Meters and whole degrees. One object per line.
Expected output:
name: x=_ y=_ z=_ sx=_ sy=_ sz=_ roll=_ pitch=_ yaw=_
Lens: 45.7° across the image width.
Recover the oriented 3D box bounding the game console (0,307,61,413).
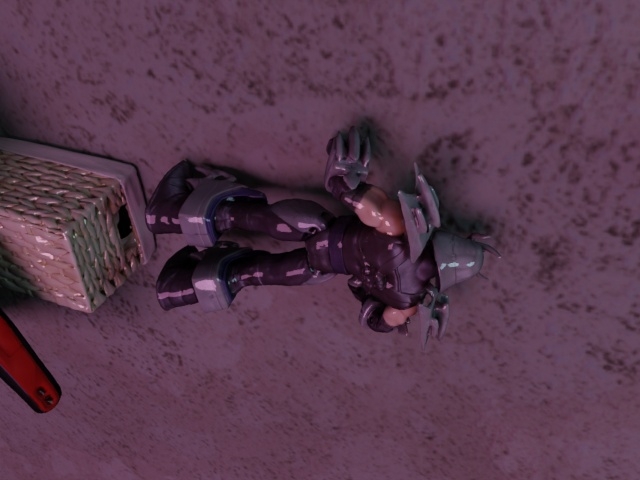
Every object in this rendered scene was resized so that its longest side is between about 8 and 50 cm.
game console: x=-0.429 y=0.003 z=0.767 sx=0.386 sy=0.060 sz=0.342 roll=13 pitch=135 yaw=52

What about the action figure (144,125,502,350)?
action figure: x=0.000 y=0.000 z=0.605 sx=0.284 sy=0.099 sz=0.185 roll=4 pitch=121 yaw=21

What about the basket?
basket: x=-0.260 y=-0.015 z=0.723 sx=0.167 sy=0.103 sz=0.113 roll=12 pitch=132 yaw=18
